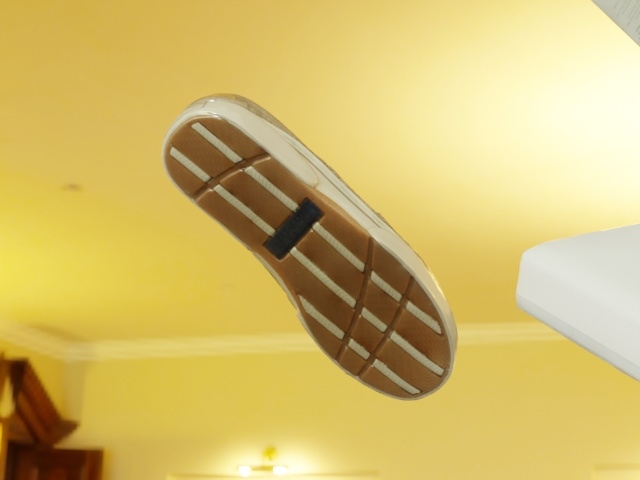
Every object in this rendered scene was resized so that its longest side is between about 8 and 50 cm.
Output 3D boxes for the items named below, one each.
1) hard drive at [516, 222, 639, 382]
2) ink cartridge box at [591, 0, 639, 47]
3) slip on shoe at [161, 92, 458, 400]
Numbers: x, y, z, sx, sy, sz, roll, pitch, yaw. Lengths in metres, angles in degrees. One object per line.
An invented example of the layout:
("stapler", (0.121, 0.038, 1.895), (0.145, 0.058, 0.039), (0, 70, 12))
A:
("hard drive", (0.299, 0.067, 0.545), (0.233, 0.047, 0.353), (-10, 26, -29))
("ink cartridge box", (0.344, -0.255, 0.997), (0.045, 0.224, 0.223), (-26, -24, -27))
("slip on shoe", (0.000, 0.000, 0.403), (0.135, 0.041, 0.051), (42, -66, -8))
